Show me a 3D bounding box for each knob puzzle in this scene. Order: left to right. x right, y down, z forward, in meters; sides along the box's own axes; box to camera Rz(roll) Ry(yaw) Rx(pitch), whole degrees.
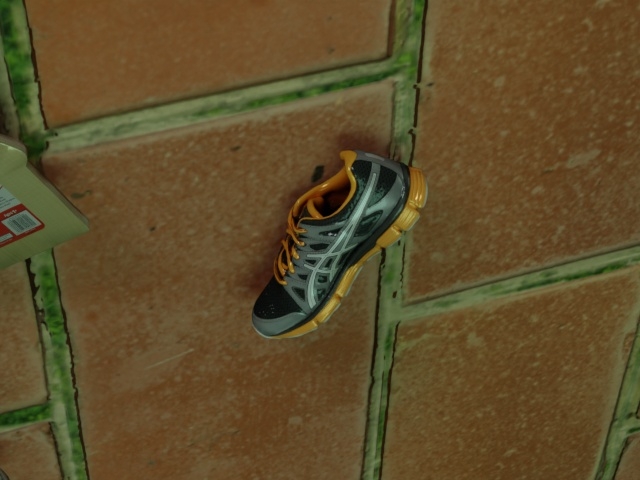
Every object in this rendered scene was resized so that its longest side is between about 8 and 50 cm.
[{"bbox_3d":[-0.303,-0.040,1.091,0.213,0.030,0.213,-3,139,-2],"label":"knob puzzle"}]

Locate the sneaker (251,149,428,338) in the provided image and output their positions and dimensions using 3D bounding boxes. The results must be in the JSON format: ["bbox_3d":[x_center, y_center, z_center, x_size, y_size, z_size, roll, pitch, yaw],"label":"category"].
[{"bbox_3d":[0.000,0.000,1.275,0.083,0.084,0.215,29,113,-29],"label":"sneaker"}]

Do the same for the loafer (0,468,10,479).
[{"bbox_3d":[-0.437,0.258,1.282,0.319,0.112,0.111,-13,148,-15],"label":"loafer"}]
